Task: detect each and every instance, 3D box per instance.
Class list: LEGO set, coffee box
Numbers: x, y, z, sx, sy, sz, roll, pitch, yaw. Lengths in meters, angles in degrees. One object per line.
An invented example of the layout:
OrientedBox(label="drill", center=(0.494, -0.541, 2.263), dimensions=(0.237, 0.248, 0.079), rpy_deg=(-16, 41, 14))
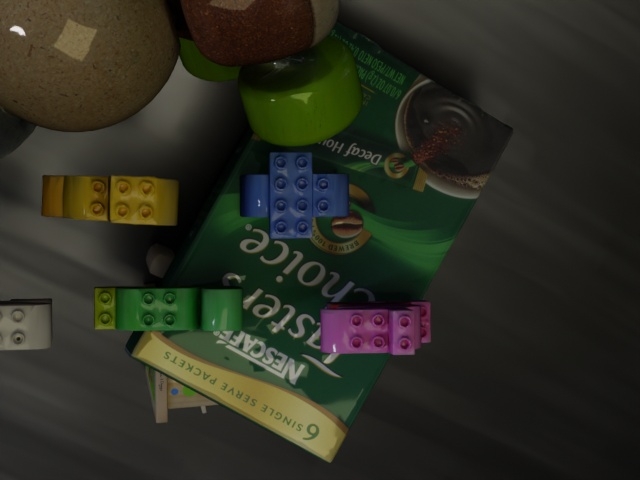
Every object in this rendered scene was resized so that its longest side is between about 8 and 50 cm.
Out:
OrientedBox(label="LEGO set", center=(-0.057, 0.005, 0.738), dimensions=(0.227, 0.093, 0.087), rpy_deg=(-1, 91, -8))
OrientedBox(label="coffee box", center=(0.000, 0.000, 0.817), dimensions=(0.113, 0.040, 0.184), rpy_deg=(31, 87, -12))

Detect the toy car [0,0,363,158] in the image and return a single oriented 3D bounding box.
OrientedBox(label="toy car", center=(-0.099, -0.098, 0.710), dimensions=(0.188, 0.149, 0.155), rpy_deg=(-28, 127, -14))

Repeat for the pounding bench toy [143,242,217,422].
OrientedBox(label="pounding bench toy", center=(-0.053, 0.040, 0.859), dimensions=(0.065, 0.052, 0.083), rpy_deg=(-4, 116, -11))
